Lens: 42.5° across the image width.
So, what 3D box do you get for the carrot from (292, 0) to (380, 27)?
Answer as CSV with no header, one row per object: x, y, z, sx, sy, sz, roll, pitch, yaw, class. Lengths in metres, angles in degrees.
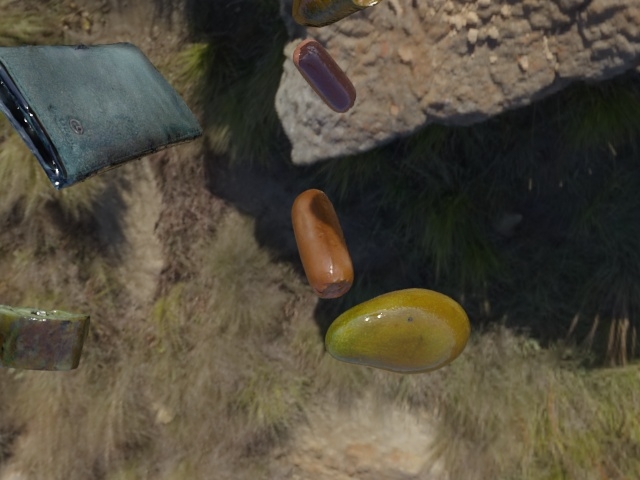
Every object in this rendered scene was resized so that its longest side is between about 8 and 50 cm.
0.021,-0.366,1.223,0.082,0.082,0.173,51,155,-21,carrot

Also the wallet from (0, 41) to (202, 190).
-0.292,-0.187,1.107,0.046,0.379,0.191,-33,94,20,wallet

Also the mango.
0.117,0.134,1.199,0.227,0.099,0.136,0,121,-22,mango

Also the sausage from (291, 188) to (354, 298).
0.000,0.000,1.251,0.076,0.197,0.076,-9,139,-8,sausage

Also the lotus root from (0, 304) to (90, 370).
-0.575,0.189,1.608,0.235,0.138,0.119,4,89,24,lotus root

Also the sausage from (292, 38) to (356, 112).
0.010,-0.287,1.450,0.062,0.062,0.154,-20,138,27,sausage
